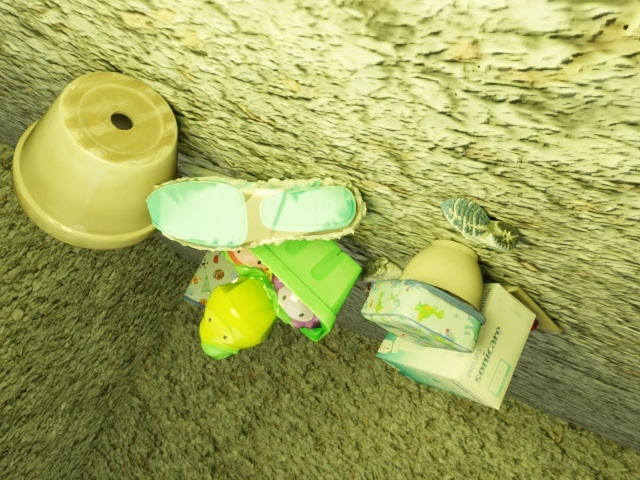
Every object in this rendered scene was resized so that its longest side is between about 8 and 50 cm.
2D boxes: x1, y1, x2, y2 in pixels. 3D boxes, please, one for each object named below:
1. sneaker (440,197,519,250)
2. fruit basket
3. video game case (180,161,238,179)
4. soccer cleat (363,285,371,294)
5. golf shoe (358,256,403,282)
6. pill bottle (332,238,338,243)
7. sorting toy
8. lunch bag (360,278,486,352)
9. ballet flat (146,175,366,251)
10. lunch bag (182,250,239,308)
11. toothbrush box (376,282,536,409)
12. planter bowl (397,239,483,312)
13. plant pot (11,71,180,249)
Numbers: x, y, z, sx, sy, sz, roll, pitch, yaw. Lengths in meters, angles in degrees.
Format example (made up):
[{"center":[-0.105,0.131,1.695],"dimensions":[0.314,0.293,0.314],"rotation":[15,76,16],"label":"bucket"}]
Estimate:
[{"center":[0.241,-0.020,0.641],"dimensions":[0.135,0.052,0.058],"rotation":[29,169,-11],"label":"sneaker"},{"center":[-0.143,0.116,0.947],"dimensions":[0.392,0.392,0.283],"rotation":[26,158,1],"label":"fruit basket"},{"center":[-0.254,-0.131,1.118],"dimensions":[0.213,0.023,0.193],"rotation":[20,164,22],"label":"video game case"},{"center":[0.170,0.180,1.457],"dimensions":[0.036,0.029,0.083],"rotation":[14,166,24],"label":"soccer cleat"},{"center":[0.164,0.095,1.120],"dimensions":[0.086,0.069,0.176],"rotation":[24,167,-15],"label":"golf shoe"},{"center":[0.000,0.000,1.063],"dimensions":[0.065,0.065,0.116],"rotation":[31,164,-18],"label":"pill bottle"},{"center":[0.393,0.159,1.000],"dimensions":[0.229,0.041,0.307],"rotation":[34,163,-27],"label":"sorting toy"},{"center":[0.189,0.145,0.776],"dimensions":[0.176,0.090,0.219],"rotation":[30,164,-9],"label":"lunch bag"},{"center":[-0.118,-0.049,0.791],"dimensions":[0.409,0.146,0.147],"rotation":[2,162,4],"label":"ballet flat"},{"center":[-0.357,0.212,1.841],"dimensions":[0.386,0.327,0.239],"rotation":[20,168,15],"label":"lunch bag"},{"center":[0.291,0.219,0.918],"dimensions":[0.126,0.216,0.295],"rotation":[37,160,-14],"label":"toothbrush box"},{"center":[0.247,0.066,0.800],"dimensions":[0.162,0.109,0.162],"rotation":[23,164,7],"label":"planter bowl"},{"center":[-0.417,-0.170,0.810],"dimensions":[0.323,0.323,0.280],"rotation":[33,147,-23],"label":"plant pot"}]
